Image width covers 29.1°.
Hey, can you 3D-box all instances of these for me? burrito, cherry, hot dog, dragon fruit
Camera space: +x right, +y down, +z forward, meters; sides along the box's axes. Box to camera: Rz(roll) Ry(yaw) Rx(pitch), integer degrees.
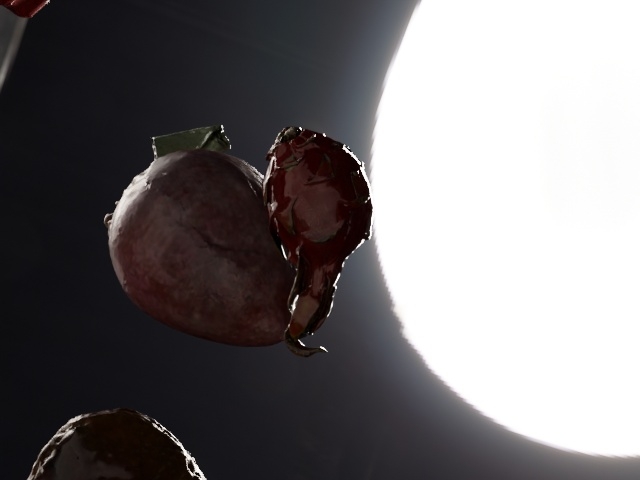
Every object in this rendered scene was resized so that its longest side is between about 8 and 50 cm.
[{"bbox_3d":[-0.188,-0.131,1.787,0.044,0.118,0.074,94,-21,-48],"label":"burrito"},{"bbox_3d":[-0.105,0.016,1.265,0.249,0.192,0.175,50,-62,30],"label":"cherry"},{"bbox_3d":[-0.150,0.248,1.004,0.099,0.160,0.227,102,-37,-70],"label":"hot dog"},{"bbox_3d":[0.000,0.000,1.011,0.094,0.094,0.190,-146,-129,-77],"label":"dragon fruit"}]

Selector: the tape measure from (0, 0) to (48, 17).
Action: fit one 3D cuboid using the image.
[{"bbox_3d":[-0.350,-0.339,1.187,0.114,0.260,0.253,-43,175,3],"label":"tape measure"}]
